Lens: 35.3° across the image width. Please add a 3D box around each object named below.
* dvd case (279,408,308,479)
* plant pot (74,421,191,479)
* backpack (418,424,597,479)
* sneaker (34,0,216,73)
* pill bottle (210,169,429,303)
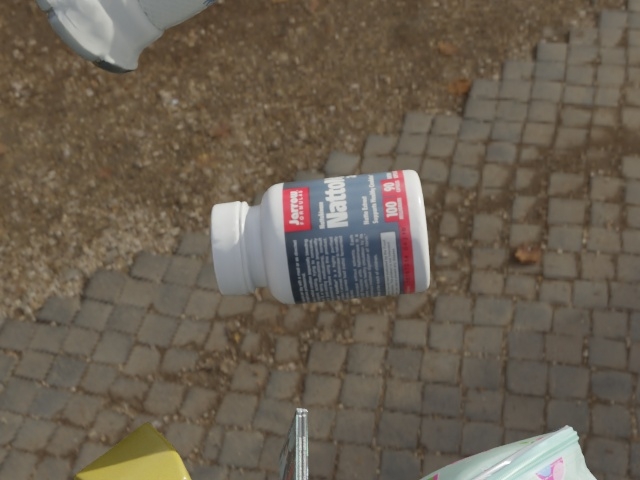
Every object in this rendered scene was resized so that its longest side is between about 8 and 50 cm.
[{"bbox_3d":[-0.027,0.237,0.977,0.013,0.087,0.119,9,45,-9],"label":"dvd case"},{"bbox_3d":[-0.143,0.220,0.856,0.081,0.081,0.083,-36,30,-29],"label":"plant pot"},{"bbox_3d":[0.080,0.159,0.405,0.188,0.166,0.144,-6,63,-36],"label":"backpack"},{"bbox_3d":[-0.126,-0.227,0.453,0.129,0.297,0.111,-29,30,1],"label":"sneaker"},{"bbox_3d":[0.000,0.000,0.873,0.180,0.108,0.108,-6,48,2],"label":"pill bottle"}]
